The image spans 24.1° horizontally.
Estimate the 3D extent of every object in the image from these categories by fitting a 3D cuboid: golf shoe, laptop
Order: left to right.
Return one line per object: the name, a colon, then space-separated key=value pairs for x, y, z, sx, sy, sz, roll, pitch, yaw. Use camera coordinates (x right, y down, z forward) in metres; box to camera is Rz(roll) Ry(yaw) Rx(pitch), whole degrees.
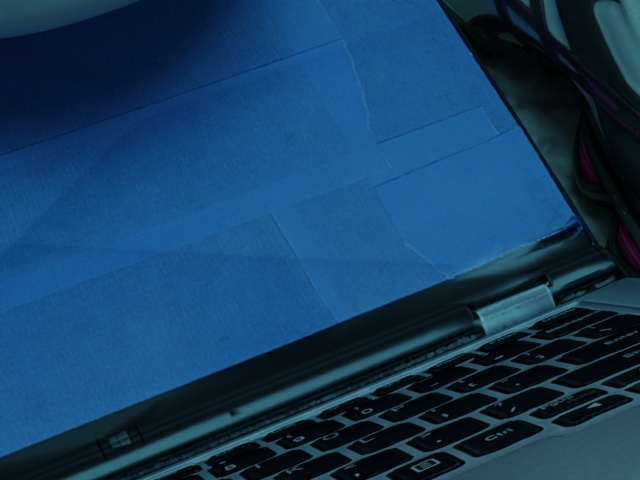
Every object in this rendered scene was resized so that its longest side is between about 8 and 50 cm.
laptop: x=-0.082 y=-0.015 z=0.439 sx=0.382 sy=0.408 sz=0.236 roll=-21 pitch=96 yaw=-14
golf shoe: x=0.115 y=-0.108 z=0.592 sx=0.105 sy=0.120 sz=0.273 roll=-23 pitch=63 yaw=-17

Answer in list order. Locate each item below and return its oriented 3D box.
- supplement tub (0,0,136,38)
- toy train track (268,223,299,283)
supplement tub: x=-0.125 y=-0.221 z=0.490 sx=0.191 sy=0.272 sz=0.191 roll=-10 pitch=35 yaw=7
toy train track: x=0.000 y=0.000 z=0.572 sx=0.083 sy=0.014 sz=0.048 roll=-27 pitch=65 yaw=-21
